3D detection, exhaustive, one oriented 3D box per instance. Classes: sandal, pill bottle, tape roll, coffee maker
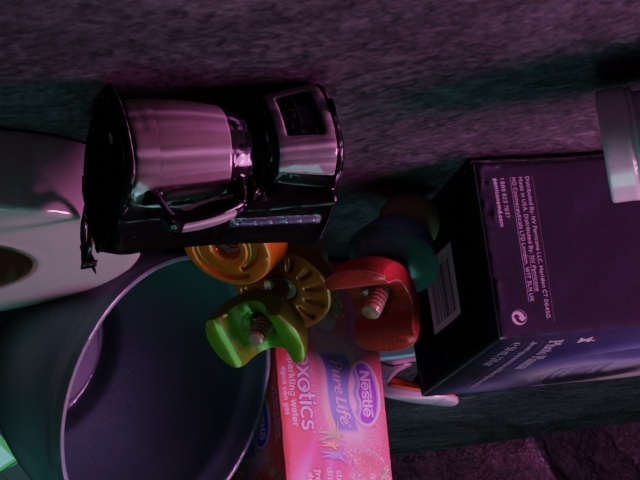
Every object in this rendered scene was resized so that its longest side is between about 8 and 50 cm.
[{"bbox_3d":[0.101,0.178,2.462,0.102,0.076,0.265,11,180,-28],"label":"sandal"},{"bbox_3d":[0.330,-0.091,1.378,0.216,0.121,0.121,-10,166,10],"label":"pill bottle"},{"bbox_3d":[-0.350,-0.005,1.507,0.392,0.072,0.392,-7,167,-2],"label":"tape roll"},{"bbox_3d":[-0.087,-0.051,1.356,0.178,0.120,0.171,-3,167,-21],"label":"coffee maker"}]

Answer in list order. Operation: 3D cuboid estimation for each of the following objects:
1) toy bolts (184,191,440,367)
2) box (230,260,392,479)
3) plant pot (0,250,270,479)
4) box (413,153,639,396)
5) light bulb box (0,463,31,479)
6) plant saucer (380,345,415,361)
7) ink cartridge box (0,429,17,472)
[{"bbox_3d":[0.000,0.000,1.667,0.228,0.158,0.218,-3,129,27],"label":"toy bolts"},{"bbox_3d":[-0.026,0.180,1.916,0.142,0.300,0.154,5,161,-34],"label":"box"},{"bbox_3d":[-0.220,0.136,1.778,0.196,0.293,0.293,15,-178,37],"label":"plant pot"},{"bbox_3d":[0.262,0.036,1.733,0.294,0.182,0.296,-5,166,-12],"label":"box"},{"bbox_3d":[-0.219,0.304,2.267,0.358,0.225,0.361,-9,-175,10],"label":"light bulb box"},{"bbox_3d":[0.085,0.112,2.233,0.318,0.043,0.317,-6,166,-1],"label":"plant saucer"},{"bbox_3d":[-0.394,0.145,1.819,0.062,0.109,0.209,-34,120,11],"label":"ink cartridge box"}]
